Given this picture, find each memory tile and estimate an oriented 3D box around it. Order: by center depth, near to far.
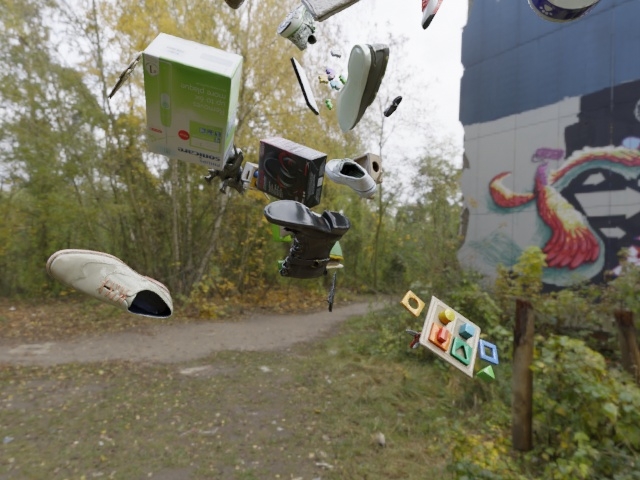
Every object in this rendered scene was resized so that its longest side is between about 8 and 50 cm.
[{"bbox_3d":[-0.533,-0.450,1.138,0.012,0.113,0.148,37,-34,-29],"label":"memory tile"}]

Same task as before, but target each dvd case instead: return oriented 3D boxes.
[{"bbox_3d":[-0.076,-0.764,2.080,0.022,0.253,0.180,-20,-4,14],"label":"dvd case"}]

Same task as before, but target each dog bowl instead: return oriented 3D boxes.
[{"bbox_3d":[0.868,-0.912,1.445,0.265,0.265,0.104,2,5,11],"label":"dog bowl"}]

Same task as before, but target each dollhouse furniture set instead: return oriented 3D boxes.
[{"bbox_3d":[0.000,0.000,1.462,0.301,0.197,0.151,0,-12,-43],"label":"dollhouse furniture set"}]

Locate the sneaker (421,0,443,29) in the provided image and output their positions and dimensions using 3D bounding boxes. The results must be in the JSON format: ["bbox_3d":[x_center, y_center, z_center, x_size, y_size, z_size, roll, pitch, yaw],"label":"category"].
[{"bbox_3d":[0.446,-1.028,1.755,0.145,0.270,0.090,28,-5,-1],"label":"sneaker"}]

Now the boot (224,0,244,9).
[{"bbox_3d":[-0.356,-0.826,1.247,0.220,0.109,0.283,36,15,12],"label":"boot"}]

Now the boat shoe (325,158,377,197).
[{"bbox_3d":[0.082,-0.204,1.210,0.226,0.083,0.076,37,-18,46],"label":"boat shoe"}]

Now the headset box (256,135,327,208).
[{"bbox_3d":[-0.133,-0.278,1.679,0.293,0.218,0.110,27,34,26],"label":"headset box"}]

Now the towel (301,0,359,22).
[{"bbox_3d":[0.068,-1.042,1.768,0.282,0.187,0.049,-27,-25,0],"label":"towel"}]

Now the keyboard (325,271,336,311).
[{"bbox_3d":[0.043,0.234,1.844,0.038,0.100,0.192,5,41,7],"label":"keyboard"}]

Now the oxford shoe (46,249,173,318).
[{"bbox_3d":[-0.640,0.141,1.315,0.397,0.140,0.146,28,-3,-37],"label":"oxford shoe"}]

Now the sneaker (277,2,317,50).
[{"bbox_3d":[-0.086,-1.094,2.139,0.158,0.410,0.182,-15,-52,37],"label":"sneaker"}]

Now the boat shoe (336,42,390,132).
[{"bbox_3d":[0.118,-0.430,1.204,0.091,0.109,0.305,-19,-22,-19],"label":"boat shoe"}]

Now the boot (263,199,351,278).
[{"bbox_3d":[-0.058,0.018,1.122,0.263,0.229,0.091,11,39,-26],"label":"boot"}]

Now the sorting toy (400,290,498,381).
[{"bbox_3d":[0.383,0.268,1.202,0.348,0.196,0.047,34,-45,-4],"label":"sorting toy"}]

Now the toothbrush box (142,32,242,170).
[{"bbox_3d":[-0.327,-0.345,1.074,0.206,0.122,0.283,15,-42,-7],"label":"toothbrush box"}]

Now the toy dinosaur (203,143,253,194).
[{"bbox_3d":[-0.345,-0.282,1.572,0.121,0.160,0.313,28,-34,8],"label":"toy dinosaur"}]

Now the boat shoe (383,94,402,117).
[{"bbox_3d":[0.364,-0.665,2.074,0.125,0.038,0.046,-42,-50,22],"label":"boat shoe"}]

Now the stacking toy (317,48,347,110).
[{"bbox_3d":[0.060,-0.730,1.892,0.052,0.221,0.167,-1,-29,-25],"label":"stacking toy"}]

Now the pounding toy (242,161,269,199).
[{"bbox_3d":[-0.300,-0.285,2.008,0.130,0.141,0.100,7,20,-46],"label":"pounding toy"}]

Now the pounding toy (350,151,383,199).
[{"bbox_3d":[0.227,-0.275,1.847,0.094,0.206,0.181,5,-14,-44],"label":"pounding toy"}]

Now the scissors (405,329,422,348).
[{"bbox_3d":[0.397,0.376,1.687,0.109,0.021,0.297,-32,-33,-1],"label":"scissors"}]
